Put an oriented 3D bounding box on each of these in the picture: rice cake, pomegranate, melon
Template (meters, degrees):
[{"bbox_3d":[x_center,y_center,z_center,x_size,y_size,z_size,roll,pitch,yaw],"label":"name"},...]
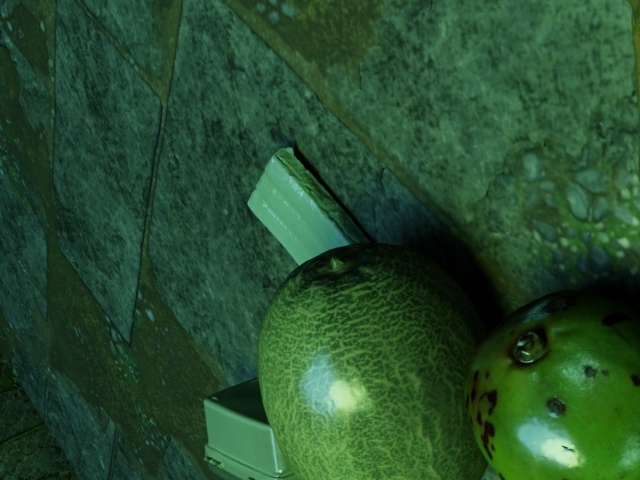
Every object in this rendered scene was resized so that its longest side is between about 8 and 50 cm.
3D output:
[{"bbox_3d":[0.000,0.000,1.134,0.237,0.043,0.127,52,144,18],"label":"rice cake"},{"bbox_3d":[0.237,0.156,0.800,0.202,0.202,0.248,8,145,52],"label":"pomegranate"},{"bbox_3d":[0.064,0.156,0.963,0.249,0.249,0.329,19,135,48],"label":"melon"}]

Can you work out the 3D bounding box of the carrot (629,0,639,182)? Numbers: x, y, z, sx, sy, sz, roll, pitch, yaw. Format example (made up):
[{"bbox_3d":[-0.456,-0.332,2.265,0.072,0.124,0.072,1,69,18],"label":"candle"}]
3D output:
[{"bbox_3d":[0.254,-0.149,0.667,0.070,0.070,0.342,24,131,45],"label":"carrot"}]

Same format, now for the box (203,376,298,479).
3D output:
[{"bbox_3d":[-0.071,0.288,1.335,0.210,0.148,0.129,8,110,50],"label":"box"}]
